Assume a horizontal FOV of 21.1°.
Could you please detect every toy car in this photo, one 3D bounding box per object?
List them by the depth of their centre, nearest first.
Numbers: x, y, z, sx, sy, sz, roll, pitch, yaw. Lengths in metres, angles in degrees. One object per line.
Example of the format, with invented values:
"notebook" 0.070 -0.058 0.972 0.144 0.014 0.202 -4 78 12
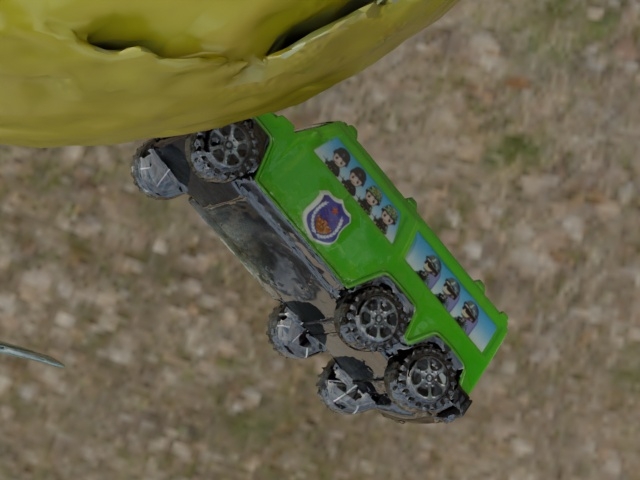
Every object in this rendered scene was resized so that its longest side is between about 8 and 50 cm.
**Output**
"toy car" 0.000 0.000 0.656 0.165 0.062 0.071 49 155 -14

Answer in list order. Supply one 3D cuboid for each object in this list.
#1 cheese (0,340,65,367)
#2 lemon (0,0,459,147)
"cheese" -0.202 0.052 0.929 0.121 0.026 0.067 15 178 -36
"lemon" -0.083 -0.202 0.448 0.387 0.350 0.350 31 165 51
